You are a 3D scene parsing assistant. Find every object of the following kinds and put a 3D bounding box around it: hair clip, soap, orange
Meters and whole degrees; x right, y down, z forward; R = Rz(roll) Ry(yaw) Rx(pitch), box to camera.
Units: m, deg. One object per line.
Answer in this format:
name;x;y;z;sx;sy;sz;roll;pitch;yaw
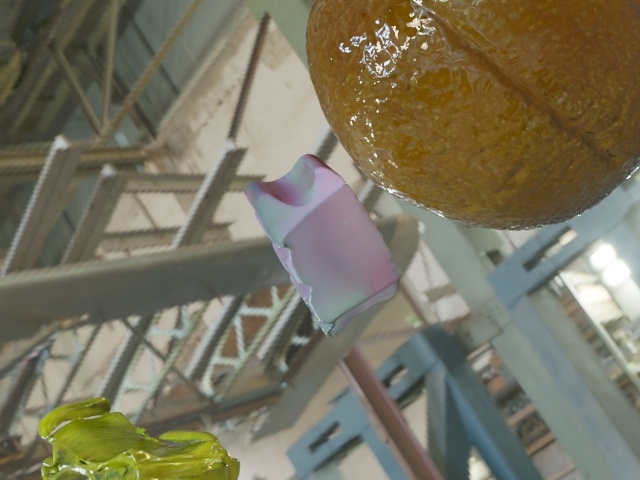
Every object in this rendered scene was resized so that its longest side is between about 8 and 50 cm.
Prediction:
hair clip;-0.099;0.113;0.528;0.072;0.046;0.173;-9;3;-33
soap;0.000;0.000;0.642;0.056;0.100;0.149;-32;16;-3
orange;0.165;-0.171;0.961;0.357;0.322;0.322;26;-55;-33
